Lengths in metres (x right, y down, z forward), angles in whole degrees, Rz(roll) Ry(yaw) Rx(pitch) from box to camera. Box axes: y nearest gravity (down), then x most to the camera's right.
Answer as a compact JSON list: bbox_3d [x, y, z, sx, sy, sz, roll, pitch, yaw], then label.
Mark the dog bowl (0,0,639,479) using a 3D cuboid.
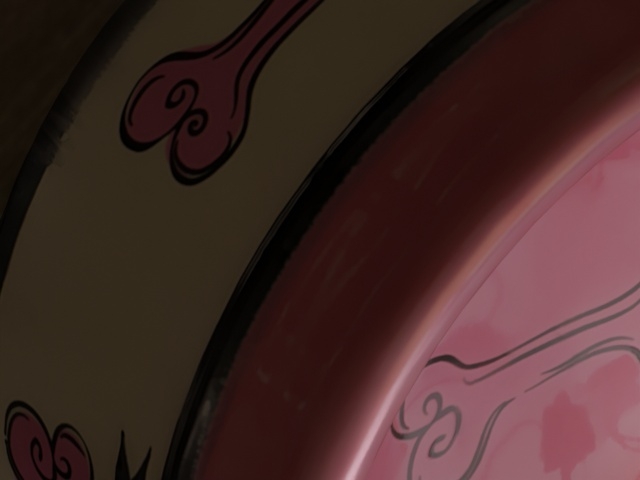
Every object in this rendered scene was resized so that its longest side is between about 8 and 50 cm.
[{"bbox_3d":[0.097,0.056,0.473,0.408,0.150,0.408,-14,120,-26],"label":"dog bowl"}]
